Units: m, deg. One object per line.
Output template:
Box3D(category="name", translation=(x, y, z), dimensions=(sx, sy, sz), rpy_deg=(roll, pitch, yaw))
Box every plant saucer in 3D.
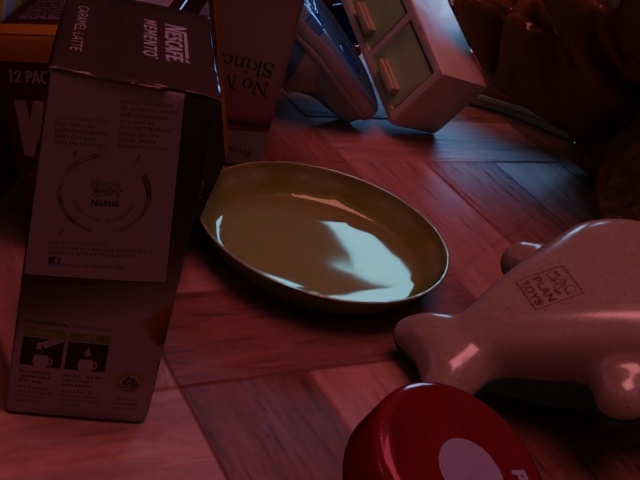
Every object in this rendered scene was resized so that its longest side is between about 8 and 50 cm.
Box3D(category="plant saucer", translation=(0.000, 0.000, 0.896), dimensions=(0.240, 0.037, 0.241), rpy_deg=(13, 29, -7))

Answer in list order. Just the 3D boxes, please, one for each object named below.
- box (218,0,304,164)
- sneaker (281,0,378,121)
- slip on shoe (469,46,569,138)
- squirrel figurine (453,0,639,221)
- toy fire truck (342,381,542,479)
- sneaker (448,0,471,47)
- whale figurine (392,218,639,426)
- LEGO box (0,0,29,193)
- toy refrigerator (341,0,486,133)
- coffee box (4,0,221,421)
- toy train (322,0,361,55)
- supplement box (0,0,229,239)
Box3D(category="box", translation=(-0.107, -0.214, 1.001), dimensions=(0.148, 0.232, 0.127), rpy_deg=(11, 31, -10))
Box3D(category="sneaker", translation=(-0.089, -0.222, 1.154), dimensions=(0.319, 0.208, 0.127), rpy_deg=(45, 21, -29))
Box3D(category="slip on shoe", translation=(0.275, -0.241, 1.390), dimensions=(0.331, 0.101, 0.123), rpy_deg=(22, 31, 10))
Box3D(category="squirrel figurine", translation=(0.385, -0.199, 1.087), dimensions=(0.281, 0.397, 0.370), rpy_deg=(-24, 15, -12))
Box3D(category="toy fire truck", translation=(0.051, 0.232, 0.428), dimensions=(0.254, 0.169, 0.302), rpy_deg=(44, 35, 7))
Box3D(category="sneaker", translation=(0.293, -0.320, 1.487), dimensions=(0.343, 0.146, 0.134), rpy_deg=(19, 29, 1))
Box3D(category="whale figurine", translation=(0.202, 0.088, 0.796), dimensions=(0.271, 0.141, 0.216), rpy_deg=(-16, 37, -8))
Box3D(category="LEGO box", translation=(-0.297, -0.318, 0.804), dimensions=(0.193, 0.500, 0.372), rpy_deg=(15, 30, -3))
Box3D(category="toy refrigerator", translation=(0.105, -0.281, 1.246), dimensions=(0.094, 0.102, 0.270), rpy_deg=(6, 55, -41))
Box3D(category="coffee box", translation=(-0.141, -0.020, 0.641), dimensions=(0.098, 0.247, 0.141), rpy_deg=(8, 31, -16))
Box3D(category="toy train", translation=(-0.047, -0.306, 1.337), dimensions=(0.143, 0.105, 0.248), rpy_deg=(21, 28, 28))
Box3D(category="supplement box", translation=(-0.164, -0.116, 0.814), dimensions=(0.129, 0.191, 0.194), rpy_deg=(3, 32, 6))
